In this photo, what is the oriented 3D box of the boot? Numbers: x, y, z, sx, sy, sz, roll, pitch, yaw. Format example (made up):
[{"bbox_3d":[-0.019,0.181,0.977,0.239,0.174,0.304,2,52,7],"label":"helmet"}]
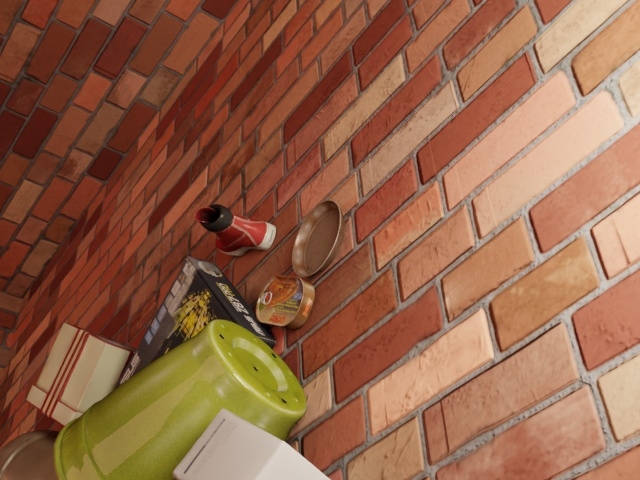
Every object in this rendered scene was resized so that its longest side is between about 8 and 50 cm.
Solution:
[{"bbox_3d":[-0.236,-0.032,1.934,0.244,0.176,0.088,-10,62,59],"label":"boot"}]

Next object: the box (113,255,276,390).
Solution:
[{"bbox_3d":[-0.289,0.282,1.806,0.395,0.097,0.318,-58,41,14],"label":"box"}]

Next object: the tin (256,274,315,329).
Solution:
[{"bbox_3d":[-0.073,0.128,1.677,0.190,0.040,0.106,1,66,60],"label":"tin"}]

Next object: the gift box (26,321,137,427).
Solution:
[{"bbox_3d":[-0.551,0.390,2.088,0.255,0.276,0.258,12,76,48],"label":"gift box"}]

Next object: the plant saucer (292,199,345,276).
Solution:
[{"bbox_3d":[0.000,0.000,1.657,0.168,0.029,0.168,-39,37,39],"label":"plant saucer"}]

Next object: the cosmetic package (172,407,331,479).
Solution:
[{"bbox_3d":[-0.069,0.390,1.234,0.138,0.224,0.225,-52,24,-16],"label":"cosmetic package"}]

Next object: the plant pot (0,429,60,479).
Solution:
[{"bbox_3d":[-0.614,0.631,1.987,0.280,0.323,0.323,-8,61,39],"label":"plant pot"}]

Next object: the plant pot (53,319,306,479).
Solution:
[{"bbox_3d":[-0.224,0.344,1.483,0.353,0.366,0.366,-47,31,11],"label":"plant pot"}]
